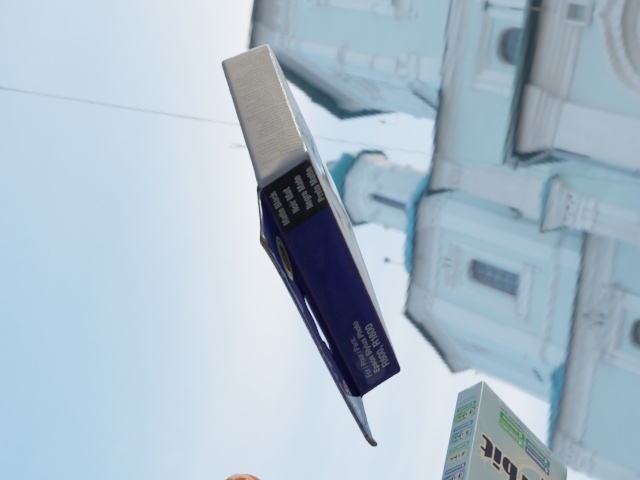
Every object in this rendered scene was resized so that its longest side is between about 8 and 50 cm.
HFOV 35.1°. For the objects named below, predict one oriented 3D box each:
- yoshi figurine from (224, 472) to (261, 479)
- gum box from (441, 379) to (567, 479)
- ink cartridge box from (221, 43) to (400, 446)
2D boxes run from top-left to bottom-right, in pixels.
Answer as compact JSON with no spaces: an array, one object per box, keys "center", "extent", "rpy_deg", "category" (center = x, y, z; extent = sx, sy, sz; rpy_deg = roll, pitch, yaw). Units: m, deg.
[{"center":[0.006,0.323,0.758],"extent":[0.203,0.362,0.203],"rpy_deg":[6,-69,-53],"category":"yoshi figurine"},{"center":[0.197,0.265,1.074],"extent":[0.157,0.041,0.184],"rpy_deg":[46,-148,-16],"category":"gum box"},{"center":[0.000,0.000,0.739],"extent":[0.045,0.224,0.223],"rpy_deg":[-22,-50,4],"category":"ink cartridge box"}]
